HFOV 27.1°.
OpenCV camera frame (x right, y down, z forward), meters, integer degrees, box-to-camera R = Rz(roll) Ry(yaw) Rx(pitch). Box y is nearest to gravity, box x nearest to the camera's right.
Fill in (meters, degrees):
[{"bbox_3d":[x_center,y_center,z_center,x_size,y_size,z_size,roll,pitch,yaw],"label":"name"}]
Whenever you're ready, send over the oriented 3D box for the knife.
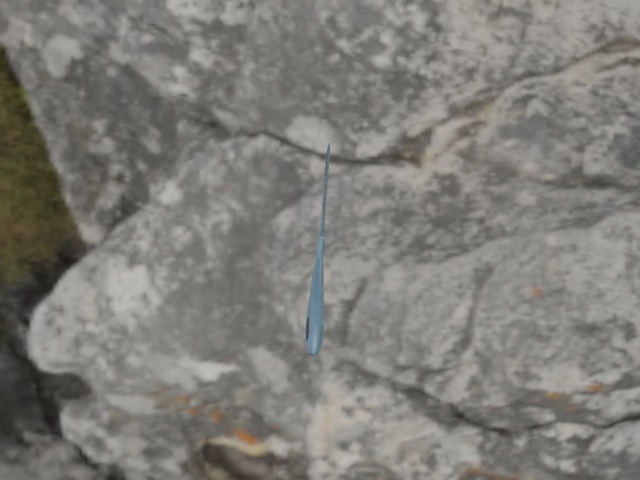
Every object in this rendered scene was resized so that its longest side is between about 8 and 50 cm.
[{"bbox_3d":[0.000,0.000,1.424,0.313,0.019,0.044,-86,0,-47],"label":"knife"}]
